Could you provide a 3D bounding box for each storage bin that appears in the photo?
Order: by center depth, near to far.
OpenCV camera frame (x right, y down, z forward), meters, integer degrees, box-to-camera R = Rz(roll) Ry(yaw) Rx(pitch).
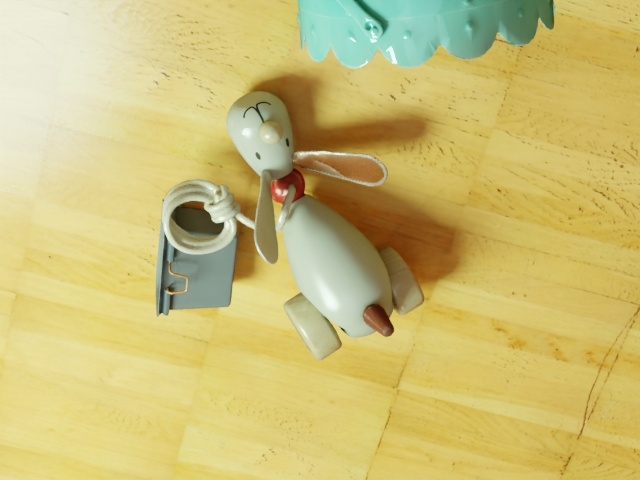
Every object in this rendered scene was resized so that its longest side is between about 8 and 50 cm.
[{"bbox_3d":[-0.149,0.025,1.774,0.091,0.098,0.135,2,122,-9],"label":"storage bin"}]

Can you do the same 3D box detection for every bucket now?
[{"bbox_3d":[0.095,-0.294,1.457,0.281,0.281,0.183,-5,111,7],"label":"bucket"}]

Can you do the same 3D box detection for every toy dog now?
[{"bbox_3d":[0.000,0.000,1.684,0.334,0.161,0.220,40,87,-22],"label":"toy dog"}]
